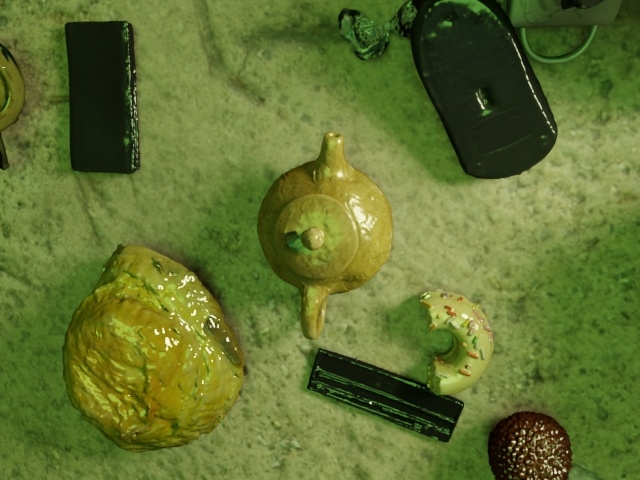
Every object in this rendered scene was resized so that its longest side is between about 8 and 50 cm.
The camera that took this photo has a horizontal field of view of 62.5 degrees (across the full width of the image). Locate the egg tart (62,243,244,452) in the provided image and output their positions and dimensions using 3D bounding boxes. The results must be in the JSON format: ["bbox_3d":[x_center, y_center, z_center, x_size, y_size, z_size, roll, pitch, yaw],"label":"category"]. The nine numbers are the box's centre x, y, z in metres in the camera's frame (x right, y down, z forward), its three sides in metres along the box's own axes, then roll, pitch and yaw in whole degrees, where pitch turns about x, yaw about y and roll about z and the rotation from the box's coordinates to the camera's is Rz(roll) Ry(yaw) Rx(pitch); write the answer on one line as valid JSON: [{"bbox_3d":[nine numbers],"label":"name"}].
[{"bbox_3d":[-0.293,0.209,0.876,0.339,0.153,0.351,41,106,0],"label":"egg tart"}]

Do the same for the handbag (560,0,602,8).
[{"bbox_3d":[0.455,-0.317,0.536,0.415,0.180,0.317,17,61,3],"label":"handbag"}]

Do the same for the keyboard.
[{"bbox_3d":[0.104,0.251,0.864,0.250,0.017,0.087,19,104,9],"label":"keyboard"}]

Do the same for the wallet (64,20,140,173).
[{"bbox_3d":[-0.364,-0.235,0.878,0.124,0.025,0.245,4,101,11],"label":"wallet"}]

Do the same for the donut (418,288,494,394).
[{"bbox_3d":[0.209,0.157,0.800,0.108,0.065,0.166,-4,99,12],"label":"donut"}]

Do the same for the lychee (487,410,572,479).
[{"bbox_3d":[0.309,0.322,0.781,0.123,0.123,0.129,-4,63,13],"label":"lychee"}]

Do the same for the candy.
[{"bbox_3d":[0.137,-0.323,0.745,0.226,0.051,0.094,-11,94,14],"label":"candy"}]

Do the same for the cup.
[{"bbox_3d":[0.311,-0.310,0.681,0.133,0.099,0.136,2,88,11],"label":"cup"}]

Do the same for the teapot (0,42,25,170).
[{"bbox_3d":[-0.589,-0.248,0.871,0.182,0.173,0.270,27,135,41],"label":"teapot"}]

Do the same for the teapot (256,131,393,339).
[{"bbox_3d":[0.000,0.000,0.767,0.203,0.167,0.312,10,102,10],"label":"teapot"}]

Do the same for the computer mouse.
[{"bbox_3d":[0.220,-0.214,0.724,0.137,0.086,0.270,-23,110,27],"label":"computer mouse"}]
